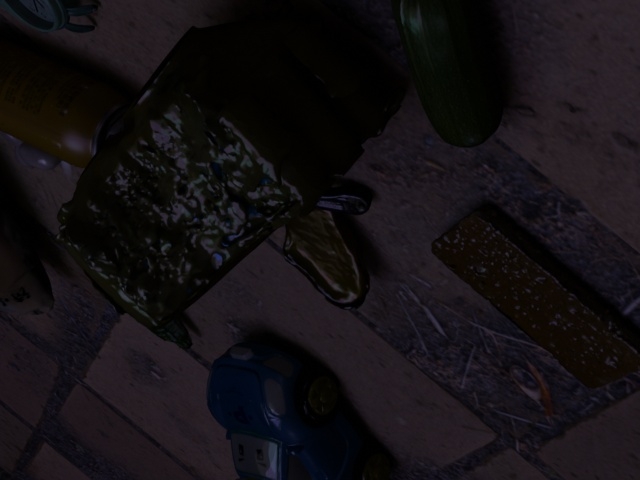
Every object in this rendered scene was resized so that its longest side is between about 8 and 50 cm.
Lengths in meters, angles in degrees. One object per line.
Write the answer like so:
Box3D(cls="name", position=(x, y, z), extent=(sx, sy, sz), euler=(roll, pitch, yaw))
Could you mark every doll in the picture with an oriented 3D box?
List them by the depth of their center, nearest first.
Box3D(cls="doll", position=(-0.409, -0.153, 2.058), extent=(0.161, 0.059, 0.160), euler=(50, 152, -23))

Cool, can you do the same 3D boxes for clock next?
Box3D(cls="clock", position=(-0.306, -0.269, 1.744), extent=(0.135, 0.041, 0.101), euler=(36, 155, 4))

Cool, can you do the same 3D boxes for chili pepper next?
Box3D(cls="chili pepper", position=(-0.237, 0.078, 2.215), extent=(0.088, 0.059, 0.227), euler=(5, 141, 43))

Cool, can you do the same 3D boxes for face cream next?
Box3D(cls="face cream", position=(-0.333, -0.165, 1.881), extent=(0.349, 0.105, 0.105), euler=(24, 151, 28))

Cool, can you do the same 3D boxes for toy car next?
Box3D(cls="toy car", position=(-0.049, 0.274, 2.165), extent=(0.198, 0.166, 0.314), euler=(6, 139, 44))

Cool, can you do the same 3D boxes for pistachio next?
Box3D(cls="pistachio", position=(0.000, 0.000, 1.766), extent=(0.090, 0.049, 0.173), euler=(-11, 118, 30))

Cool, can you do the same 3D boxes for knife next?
Box3D(cls="knife", position=(-0.002, -0.047, 1.688), extent=(0.121, 0.018, 0.031), euler=(9, 134, 19))

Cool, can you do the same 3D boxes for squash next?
Box3D(cls="squash", position=(0.106, -0.156, 1.334), extent=(0.068, 0.077, 0.219), euler=(12, 143, 30))

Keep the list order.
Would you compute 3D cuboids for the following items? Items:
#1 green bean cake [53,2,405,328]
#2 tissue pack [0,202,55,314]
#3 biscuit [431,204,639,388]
Box3D(cls="green bean cake", position=(-0.106, -0.077, 1.511), extent=(0.202, 0.285, 0.310), euler=(46, 153, -4))
Box3D(cls="tissue pack", position=(-0.593, -0.049, 2.350), extent=(0.376, 0.195, 0.390), euler=(9, 143, 27))
Box3D(cls="biscuit", position=(0.218, 0.057, 1.593), extent=(0.231, 0.025, 0.131), euler=(41, 154, -4))
